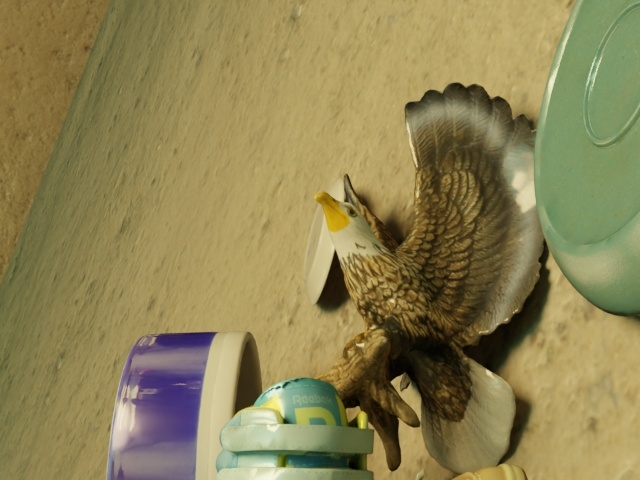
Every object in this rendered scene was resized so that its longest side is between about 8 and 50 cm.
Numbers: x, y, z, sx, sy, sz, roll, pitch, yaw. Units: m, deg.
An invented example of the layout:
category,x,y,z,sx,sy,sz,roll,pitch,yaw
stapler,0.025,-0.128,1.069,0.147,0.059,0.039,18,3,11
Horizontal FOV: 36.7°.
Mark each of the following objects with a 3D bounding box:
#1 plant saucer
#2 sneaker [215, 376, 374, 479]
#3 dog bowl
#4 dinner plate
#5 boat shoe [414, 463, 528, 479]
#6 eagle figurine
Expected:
category,x,y,z,sx,sy,sz,roll,pitch,yaw
plant saucer,0.217,-0.108,0.647,0.317,0.043,0.317,-167,90,-81
sneaker,0.002,0.202,0.608,0.319,0.127,0.208,10,89,60
dog bowl,-0.117,0.218,0.907,0.265,0.104,0.265,-1,-90,-87
dinner plate,0.000,0.000,1.036,0.141,0.017,0.141,-167,90,-83
boat shoe,0.052,0.252,0.698,0.104,0.089,0.285,-82,18,-53
eagle figurine,0.072,0.027,0.814,0.226,0.225,0.298,7,37,22
